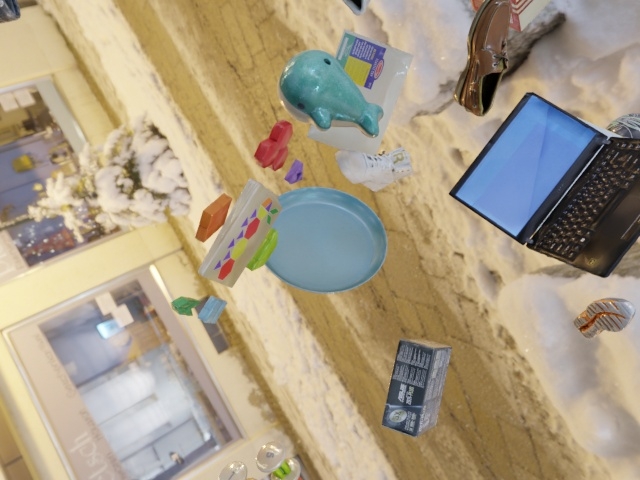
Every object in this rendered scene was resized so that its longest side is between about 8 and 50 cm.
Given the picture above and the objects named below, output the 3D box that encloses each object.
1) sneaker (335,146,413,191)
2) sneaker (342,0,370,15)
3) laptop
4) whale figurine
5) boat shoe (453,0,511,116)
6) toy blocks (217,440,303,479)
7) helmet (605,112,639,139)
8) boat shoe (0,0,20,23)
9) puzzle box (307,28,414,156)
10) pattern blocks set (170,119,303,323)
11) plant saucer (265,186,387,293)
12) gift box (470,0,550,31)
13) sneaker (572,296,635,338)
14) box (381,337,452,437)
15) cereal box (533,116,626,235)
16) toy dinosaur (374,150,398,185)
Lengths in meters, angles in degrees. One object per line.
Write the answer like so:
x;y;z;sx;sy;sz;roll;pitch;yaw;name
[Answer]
0.172;-0.233;1.458;0.169;0.292;0.108;-23;75;27;sneaker
0.037;-0.489;0.886;0.071;0.083;0.191;-22;132;29;sneaker
0.381;-0.104;0.778;0.137;0.234;0.264;36;-177;-22;laptop
0.036;-0.349;1.178;0.272;0.216;0.141;24;143;-8;whale figurine
0.441;-0.469;1.282;0.104;0.111;0.307;56;158;37;boat shoe
-0.080;0.408;0.812;0.148;0.123;0.054;63;179;-30;toy blocks
0.912;-0.289;1.446;0.169;0.169;0.161;42;175;39;helmet
-0.577;-0.516;0.804;0.113;0.105;0.306;-91;-6;-72;boat shoe
0.144;-0.528;1.830;0.052;0.272;0.408;-82;12;-77;puzzle box
-0.128;-0.013;0.815;0.026;0.324;0.285;30;165;15;pattern blocks set
0.000;0.000;1.189;0.317;0.318;0.043;51;151;26;plant saucer
0.634;-0.873;1.567;0.255;0.258;0.276;46;-177;30;gift box
0.694;0.175;1.200;0.084;0.083;0.215;58;170;16;sneaker
0.206;0.302;1.043;0.078;0.147;0.180;11;86;29;box
0.520;-0.102;0.989;0.047;0.173;0.240;-112;43;-78;cereal box
0.211;-0.245;1.671;0.053;0.183;0.092;10;84;36;toy dinosaur
